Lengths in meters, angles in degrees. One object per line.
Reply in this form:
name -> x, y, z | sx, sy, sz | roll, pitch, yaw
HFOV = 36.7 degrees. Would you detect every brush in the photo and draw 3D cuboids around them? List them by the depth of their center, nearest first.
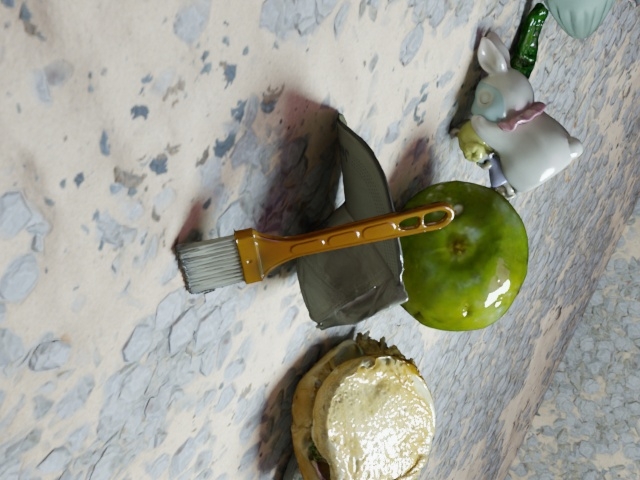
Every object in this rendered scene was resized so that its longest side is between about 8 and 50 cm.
brush -> 0.000, 0.000, 1.075 | 0.314, 0.017, 0.090 | -12, 142, -4

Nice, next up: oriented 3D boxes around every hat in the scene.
hat -> 0.014, -0.019, 1.200 | 0.149, 0.214, 0.244 | -25, 115, -2

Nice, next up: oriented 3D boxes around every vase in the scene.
vase -> 0.430, -0.409, 1.600 | 0.128, 0.128, 0.248 | -62, 162, -2

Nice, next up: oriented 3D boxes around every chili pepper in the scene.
chili pepper -> 0.330, -0.300, 1.593 | 0.073, 0.050, 0.182 | 20, 94, -58

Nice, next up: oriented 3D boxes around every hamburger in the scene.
hamburger -> 0.060, 0.273, 1.475 | 0.243, 0.146, 0.286 | 26, 70, -42

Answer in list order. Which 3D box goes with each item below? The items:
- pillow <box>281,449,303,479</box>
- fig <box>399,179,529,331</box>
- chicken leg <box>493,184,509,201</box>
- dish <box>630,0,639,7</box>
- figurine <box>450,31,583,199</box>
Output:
pillow -> -0.025, 0.399, 1.583 | 0.169, 0.059, 0.255 | 7, 109, -55
fig -> 0.221, 0.045, 1.512 | 0.233, 0.233, 0.314 | -58, 148, -11
chicken leg -> 0.324, -0.027, 1.811 | 0.196, 0.080, 0.125 | -55, 141, -17
dish -> 0.605, -0.560, 1.827 | 0.229, 0.081, 0.229 | -48, 153, -33
figurine -> 0.284, -0.195, 1.514 | 0.155, 0.235, 0.127 | -32, -175, 44
